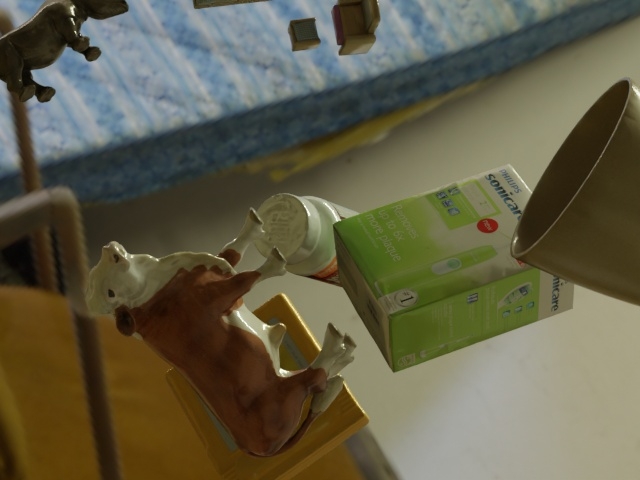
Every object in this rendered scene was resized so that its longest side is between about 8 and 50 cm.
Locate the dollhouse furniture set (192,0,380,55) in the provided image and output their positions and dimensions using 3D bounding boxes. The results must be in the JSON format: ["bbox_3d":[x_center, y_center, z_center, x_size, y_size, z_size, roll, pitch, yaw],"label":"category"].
[{"bbox_3d":[-0.077,-0.432,1.969,0.198,0.303,0.286,125,-43,-74],"label":"dollhouse furniture set"}]

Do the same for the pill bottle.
[{"bbox_3d":[0.000,0.000,1.985,0.221,0.121,0.121,17,37,-56],"label":"pill bottle"}]

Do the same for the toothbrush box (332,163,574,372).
[{"bbox_3d":[0.186,0.035,1.846,0.122,0.283,0.206,85,-17,-44],"label":"toothbrush box"}]

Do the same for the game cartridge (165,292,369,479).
[{"bbox_3d":[-0.105,0.291,2.437,0.324,0.285,0.053,54,-2,37],"label":"game cartridge"}]

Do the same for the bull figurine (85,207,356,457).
[{"bbox_3d":[-0.098,0.088,1.358,0.310,0.188,0.101,53,3,-25],"label":"bull figurine"}]

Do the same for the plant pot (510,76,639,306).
[{"bbox_3d":[0.416,-0.019,1.595,0.274,0.256,0.256,31,3,-3],"label":"plant pot"}]

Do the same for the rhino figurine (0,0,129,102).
[{"bbox_3d":[-0.361,-0.293,1.837,0.106,0.243,0.073,39,-20,17],"label":"rhino figurine"}]
